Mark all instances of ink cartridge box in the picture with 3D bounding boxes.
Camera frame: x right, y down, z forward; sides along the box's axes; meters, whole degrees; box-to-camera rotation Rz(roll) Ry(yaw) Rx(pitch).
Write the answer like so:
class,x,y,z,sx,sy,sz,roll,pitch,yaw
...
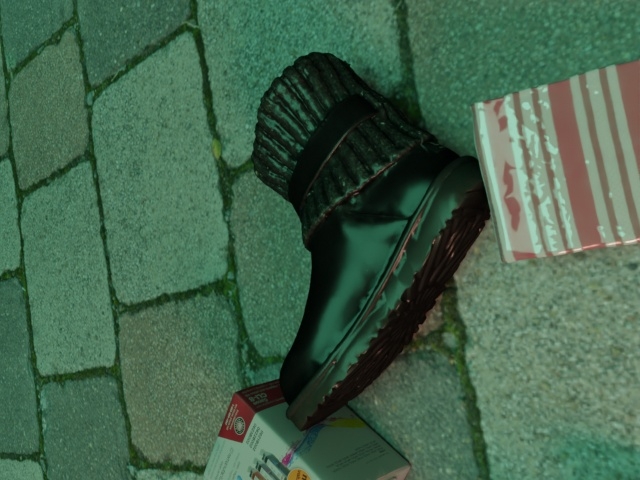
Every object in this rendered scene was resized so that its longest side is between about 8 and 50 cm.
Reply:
class,x,y,z,sx,sy,sz,roll,pitch,yaw
ink cartridge box,-0.018,0.260,0.685,0.176,0.127,0.128,34,112,34

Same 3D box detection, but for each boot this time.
class,x,y,z,sx,sy,sz,roll,pitch,yaw
boot,0.003,-0.001,0.657,0.260,0.131,0.347,38,104,27

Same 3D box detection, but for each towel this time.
class,x,y,z,sx,sy,sz,roll,pitch,yaw
towel,0.231,-0.066,0.491,0.197,0.029,0.144,-11,85,21
